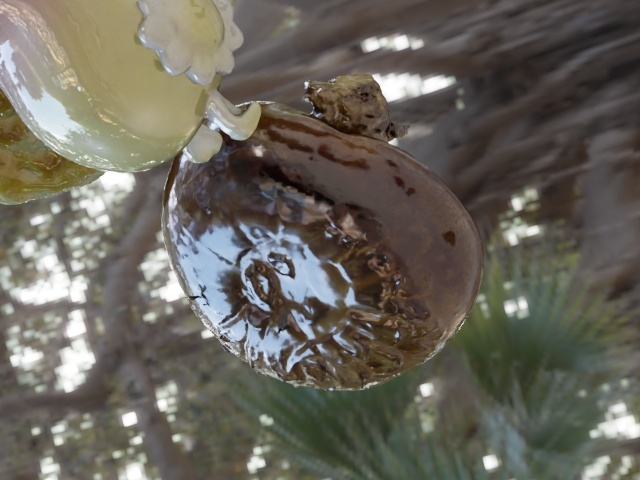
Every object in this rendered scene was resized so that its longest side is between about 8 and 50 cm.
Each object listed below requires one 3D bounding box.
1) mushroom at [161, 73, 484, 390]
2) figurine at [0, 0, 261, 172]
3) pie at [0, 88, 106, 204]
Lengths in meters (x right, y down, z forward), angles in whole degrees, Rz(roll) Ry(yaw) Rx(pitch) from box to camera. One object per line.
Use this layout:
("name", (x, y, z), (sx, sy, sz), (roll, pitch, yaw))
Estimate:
("mushroom", (-0.004, -0.001, 1.307), (0.163, 0.297, 0.278), (-35, -41, -65))
("figurine", (-0.218, -0.136, 0.775), (0.394, 0.226, 0.274), (31, -113, -14))
("pie", (-0.307, -0.166, 1.573), (0.337, 0.337, 0.075), (51, -165, -43))
